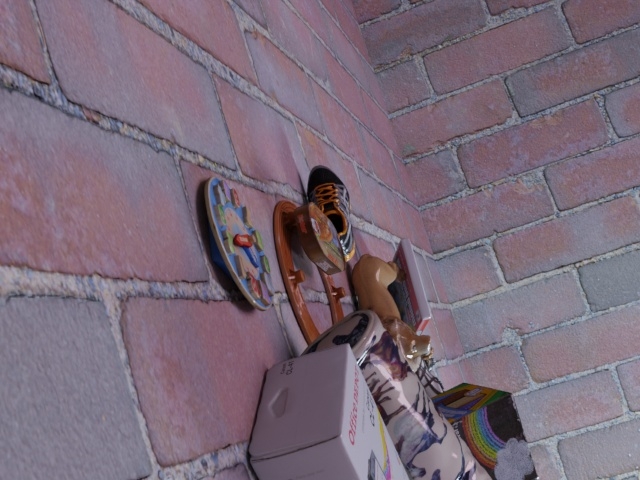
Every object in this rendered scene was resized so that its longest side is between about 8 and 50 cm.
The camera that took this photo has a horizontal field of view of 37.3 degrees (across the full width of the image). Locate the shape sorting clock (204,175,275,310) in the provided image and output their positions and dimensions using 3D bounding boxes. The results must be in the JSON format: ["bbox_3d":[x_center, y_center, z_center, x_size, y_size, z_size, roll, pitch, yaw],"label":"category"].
[{"bbox_3d":[-0.112,0.003,1.356,0.206,0.040,0.206,-18,90,-78],"label":"shape sorting clock"}]

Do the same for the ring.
[{"bbox_3d":[-0.004,0.083,1.726,0.336,0.032,0.336,-18,90,-78],"label":"ring"}]

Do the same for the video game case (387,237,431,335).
[{"bbox_3d":[0.208,0.142,2.311,0.285,0.025,0.204,101,-23,-66],"label":"video game case"}]

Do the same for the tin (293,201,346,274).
[{"bbox_3d":[0.000,0.000,1.714,0.190,0.040,0.106,45,25,-63],"label":"tin"}]

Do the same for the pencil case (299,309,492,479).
[{"bbox_3d":[0.117,0.298,1.487,0.410,0.160,0.183,55,14,-19],"label":"pencil case"}]

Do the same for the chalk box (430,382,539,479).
[{"bbox_3d":[0.220,0.407,1.767,0.179,0.289,0.180,-5,-77,69],"label":"chalk box"}]

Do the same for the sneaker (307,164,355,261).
[{"bbox_3d":[0.021,-0.064,1.892,0.083,0.084,0.214,66,6,-64],"label":"sneaker"}]

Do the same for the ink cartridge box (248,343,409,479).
[{"bbox_3d":[0.032,0.331,1.289,0.226,0.131,0.306,-82,152,-64],"label":"ink cartridge box"}]

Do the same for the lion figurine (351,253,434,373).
[{"bbox_3d":[0.133,0.148,2.055,0.240,0.142,0.392,45,14,-48],"label":"lion figurine"}]

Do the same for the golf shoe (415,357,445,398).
[{"bbox_3d":[0.239,0.346,2.277,0.077,0.094,0.198,114,-35,-51],"label":"golf shoe"}]
